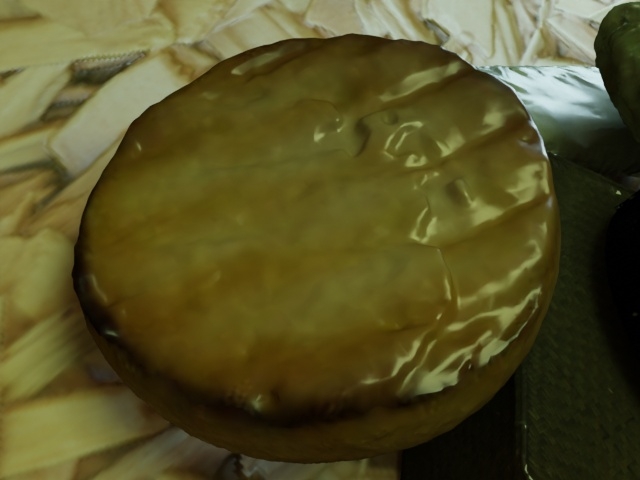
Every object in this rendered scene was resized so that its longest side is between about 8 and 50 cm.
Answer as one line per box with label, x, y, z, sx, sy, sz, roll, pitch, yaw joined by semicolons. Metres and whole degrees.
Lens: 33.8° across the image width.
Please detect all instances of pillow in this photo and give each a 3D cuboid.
pillow;0.229;-0.106;0.958;0.229;0.051;0.128;-5;65;-36

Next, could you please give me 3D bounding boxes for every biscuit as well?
biscuit;0.000;0.000;0.649;0.296;0.102;0.296;-5;54;7

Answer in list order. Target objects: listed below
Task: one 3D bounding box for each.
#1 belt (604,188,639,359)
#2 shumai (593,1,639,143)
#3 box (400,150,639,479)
belt;0.263;0.042;0.670;0.151;0.078;0.198;12;50;-30
shumai;0.406;-0.113;0.839;0.309;0.263;0.304;38;23;-26
box;0.170;0.096;0.724;0.184;0.143;0.273;21;50;-18
